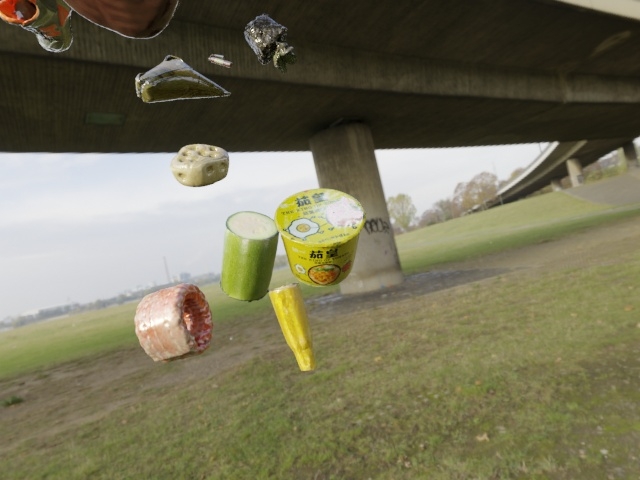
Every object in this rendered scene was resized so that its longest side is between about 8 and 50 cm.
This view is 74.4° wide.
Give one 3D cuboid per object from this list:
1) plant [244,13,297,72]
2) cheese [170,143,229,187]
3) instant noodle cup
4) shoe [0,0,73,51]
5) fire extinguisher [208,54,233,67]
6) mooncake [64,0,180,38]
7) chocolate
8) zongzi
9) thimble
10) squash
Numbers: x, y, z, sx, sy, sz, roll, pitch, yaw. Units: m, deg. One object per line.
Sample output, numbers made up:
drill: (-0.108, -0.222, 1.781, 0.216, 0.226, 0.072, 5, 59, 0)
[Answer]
plant: (-0.182, -0.737, 1.581, 0.131, 0.203, 0.142, -38, 3, -16)
cheese: (-0.488, -0.307, 1.710, 0.235, 0.117, 0.218, -13, 40, -19)
instant noodle cup: (0.000, 0.000, 1.558, 0.326, 0.325, 0.254, -11, -47, -11)
shoe: (-0.843, -0.655, 1.236, 0.171, 0.132, 0.336, -37, 9, -34)
fire extinguisher: (-0.535, -0.959, 2.239, 0.173, 0.048, 0.035, 24, 43, 23)
mooncake: (-0.470, -0.646, 0.982, 0.334, 0.174, 0.325, -8, -40, 18)
chocolate: (-0.060, 0.215, 1.039, 0.086, 0.219, 0.085, -17, -3, -1)
zongzi: (-0.545, -0.594, 1.676, 0.260, 0.289, 0.123, -60, 0, -42)
thimble: (-0.443, 0.253, 1.304, 0.162, 0.239, 0.239, -17, -3, 8)
squash: (-0.352, 0.086, 2.055, 0.263, 0.384, 0.263, 10, 31, -6)
